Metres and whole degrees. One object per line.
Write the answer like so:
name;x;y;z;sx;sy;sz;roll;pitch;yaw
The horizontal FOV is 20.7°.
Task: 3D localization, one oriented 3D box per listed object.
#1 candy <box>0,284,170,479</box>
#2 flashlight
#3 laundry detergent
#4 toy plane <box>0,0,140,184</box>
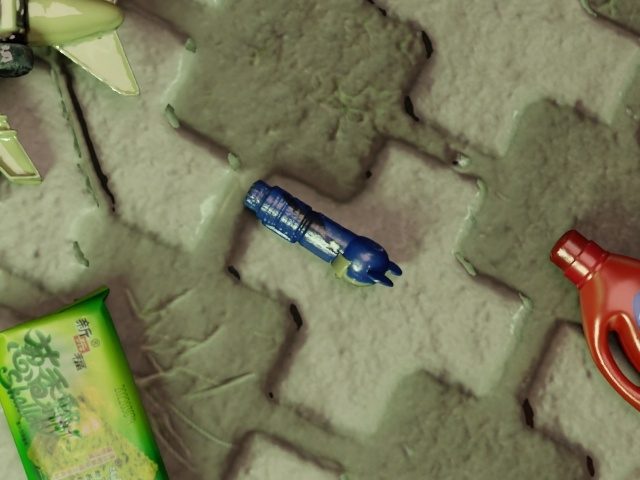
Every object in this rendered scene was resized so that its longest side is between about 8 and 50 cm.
candy;-0.156;0.123;1.148;0.102;0.032;0.178;-18;78;-17
flashlight;0.000;0.000;1.219;0.121;0.057;0.035;31;107;5
laundry detergent;0.227;0.060;1.243;0.165;0.049;0.097;41;78;5
toy plane;-0.244;-0.153;1.185;0.244;0.092;0.229;-1;87;-15
